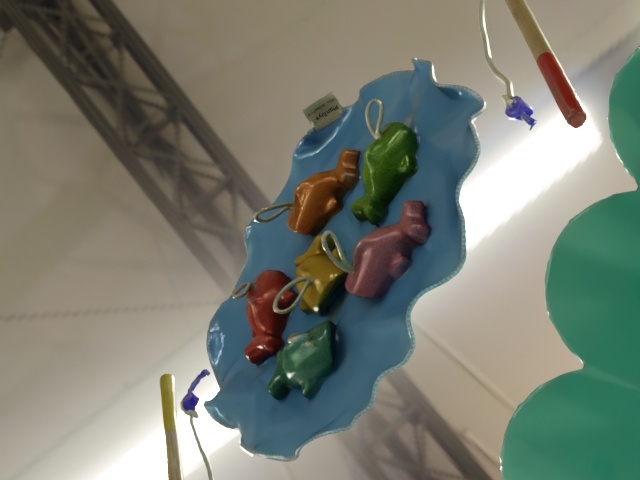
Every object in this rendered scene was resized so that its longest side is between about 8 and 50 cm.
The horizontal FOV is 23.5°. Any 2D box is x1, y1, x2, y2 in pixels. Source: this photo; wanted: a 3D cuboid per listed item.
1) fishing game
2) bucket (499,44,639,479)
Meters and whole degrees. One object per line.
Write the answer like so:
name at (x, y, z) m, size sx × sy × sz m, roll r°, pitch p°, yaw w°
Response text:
fishing game at (0.000, 0.000, 0.640) m, size 0.041 × 0.189 × 0.264 m, roll 29°, pitch -63°, yaw -24°
bucket at (0.167, 0.032, 0.351) m, size 0.183 × 0.281 × 0.281 m, roll 17°, pitch -74°, yaw -4°
